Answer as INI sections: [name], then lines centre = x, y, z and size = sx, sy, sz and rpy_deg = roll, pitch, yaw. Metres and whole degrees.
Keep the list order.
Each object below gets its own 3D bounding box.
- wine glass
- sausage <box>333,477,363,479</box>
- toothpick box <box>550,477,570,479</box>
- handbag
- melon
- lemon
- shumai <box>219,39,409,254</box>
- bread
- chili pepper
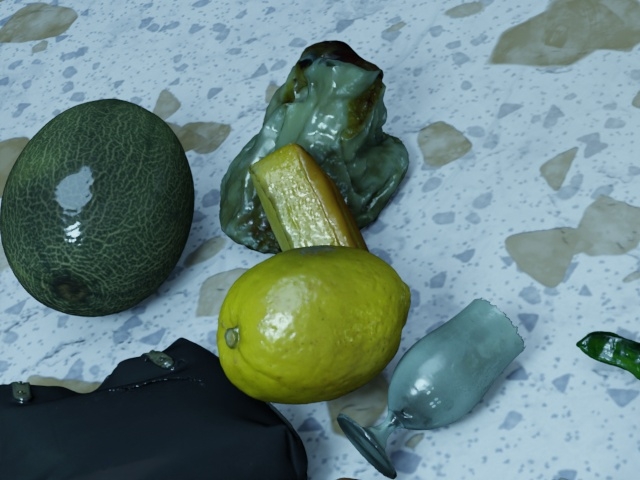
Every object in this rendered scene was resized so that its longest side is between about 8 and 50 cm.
[wine glass]
centre = 0.120, 0.151, 1.295
size = 0.202, 0.093, 0.093
rpy_deg = -42, 45, -15
[sausage]
centre = -0.039, 0.292, 1.130
size = 0.097, 0.094, 0.348
rpy_deg = 10, 12, 42
[toothpick box]
centre = 0.190, 0.311, 1.088
size = 0.181, 0.111, 0.111
rpy_deg = -44, 46, -19
[handbag]
centre = -0.215, 0.219, 1.316
size = 0.342, 0.152, 0.288
rpy_deg = -12, 32, -18
[melon]
centre = -0.279, -0.048, 1.566
size = 0.237, 0.237, 0.301
rpy_deg = -8, 44, 17
[lemon]
centre = -0.006, 0.088, 1.284
size = 0.207, 0.170, 0.170
rpy_deg = -10, 38, -20
[shumai]
centre = -0.032, -0.122, 1.563
size = 0.272, 0.203, 0.222
rpy_deg = -43, 44, -15
[bread]
centre = 0.000, 0.000, 1.432
size = 0.094, 0.102, 0.245
rpy_deg = -25, 76, 0
[chili pepper]
centre = 0.337, 0.143, 1.239
size = 0.073, 0.050, 0.182
rpy_deg = -35, 41, -3
